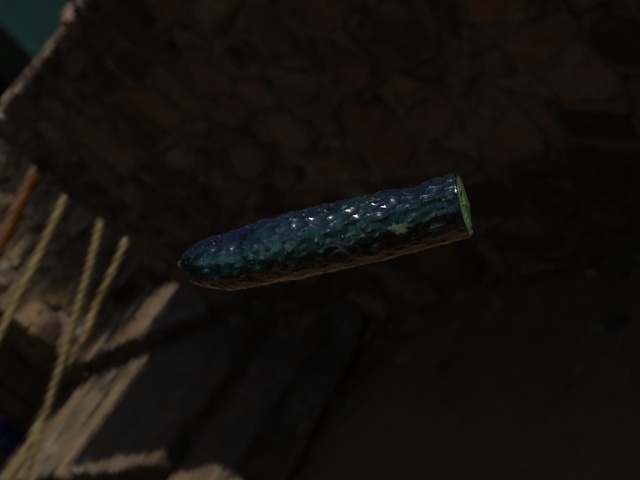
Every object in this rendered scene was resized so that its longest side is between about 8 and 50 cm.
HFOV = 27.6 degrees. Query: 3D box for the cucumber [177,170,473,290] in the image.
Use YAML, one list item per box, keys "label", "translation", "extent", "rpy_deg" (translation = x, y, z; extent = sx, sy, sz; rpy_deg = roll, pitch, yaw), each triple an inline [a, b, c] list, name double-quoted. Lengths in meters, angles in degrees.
- label: "cucumber"
  translation: [0.000, 0.000, 0.577]
  extent: [0.133, 0.032, 0.032]
  rpy_deg: [-14, 23, 12]
